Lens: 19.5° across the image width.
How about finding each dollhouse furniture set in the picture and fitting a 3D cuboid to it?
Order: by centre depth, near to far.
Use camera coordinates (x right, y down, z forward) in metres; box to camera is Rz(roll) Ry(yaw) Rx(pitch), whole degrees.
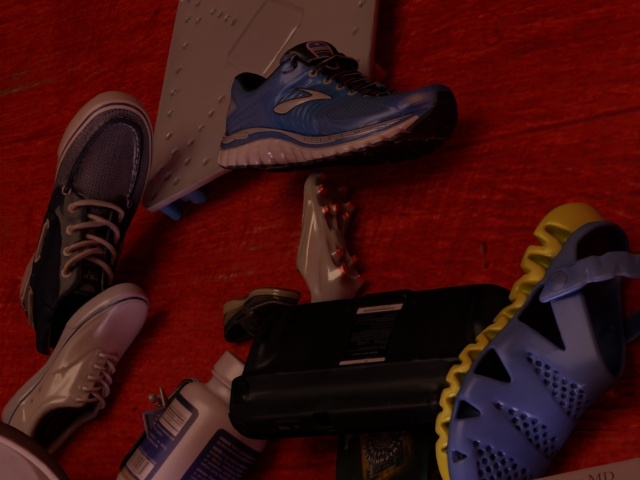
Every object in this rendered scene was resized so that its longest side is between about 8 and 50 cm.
[{"bbox_3d":[-0.153,0.218,2.084,0.091,0.081,0.114,-15,63,0],"label":"dollhouse furniture set"}]

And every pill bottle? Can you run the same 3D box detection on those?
[{"bbox_3d":[-0.124,0.218,2.019,0.187,0.112,0.112,-53,33,-2],"label":"pill bottle"}]

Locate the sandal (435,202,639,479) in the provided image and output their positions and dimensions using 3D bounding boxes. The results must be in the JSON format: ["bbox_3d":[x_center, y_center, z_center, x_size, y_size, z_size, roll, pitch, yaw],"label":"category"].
[{"bbox_3d":[0.214,0.111,1.693,0.138,0.126,0.317,13,73,50],"label":"sandal"}]

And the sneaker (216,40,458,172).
[{"bbox_3d":[0.009,-0.157,2.110,0.330,0.129,0.147,-2,89,40],"label":"sneaker"}]

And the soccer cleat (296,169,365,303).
[{"bbox_3d":[0.000,0.000,2.103,0.076,0.068,0.196,-39,39,28],"label":"soccer cleat"}]

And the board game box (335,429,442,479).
[{"bbox_3d":[0.067,0.222,1.856,0.126,0.026,0.186,-27,42,34],"label":"board game box"}]

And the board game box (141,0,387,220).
[{"bbox_3d":[-0.057,-0.248,2.402,0.390,0.050,0.390,-26,43,36],"label":"board game box"}]

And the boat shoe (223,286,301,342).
[{"bbox_3d":[-0.067,0.086,2.116,0.152,0.056,0.049,153,126,-62],"label":"boat shoe"}]

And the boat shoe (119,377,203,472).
[{"bbox_3d":[-0.183,0.218,2.157,0.049,0.040,0.142,16,74,55],"label":"boat shoe"}]

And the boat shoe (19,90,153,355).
[{"bbox_3d":[-0.284,-0.008,2.348,0.158,0.127,0.341,-117,41,-56],"label":"boat shoe"}]

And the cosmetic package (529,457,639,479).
[{"bbox_3d":[0.226,0.299,1.513,0.117,0.085,0.231,-14,48,14],"label":"cosmetic package"}]

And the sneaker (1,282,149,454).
[{"bbox_3d":[-0.289,0.169,2.305,0.258,0.094,0.091,-52,49,15],"label":"sneaker"}]

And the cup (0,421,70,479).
[{"bbox_3d":[-0.415,0.335,2.141,0.331,0.331,0.237,-50,7,7],"label":"cup"}]

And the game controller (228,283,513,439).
[{"bbox_3d":[0.052,0.121,1.882,0.319,0.067,0.166,-7,38,33],"label":"game controller"}]
